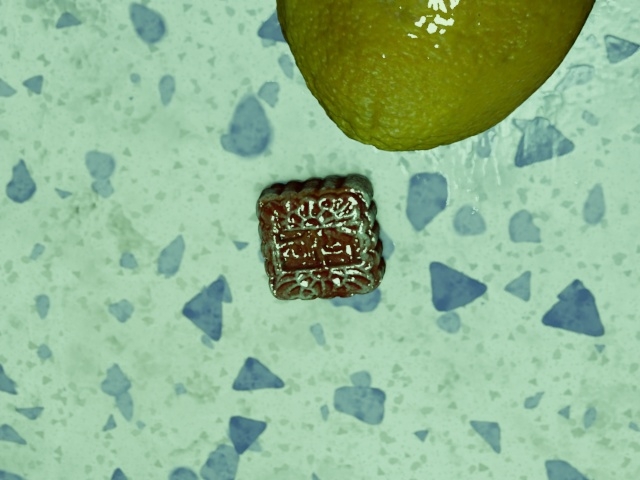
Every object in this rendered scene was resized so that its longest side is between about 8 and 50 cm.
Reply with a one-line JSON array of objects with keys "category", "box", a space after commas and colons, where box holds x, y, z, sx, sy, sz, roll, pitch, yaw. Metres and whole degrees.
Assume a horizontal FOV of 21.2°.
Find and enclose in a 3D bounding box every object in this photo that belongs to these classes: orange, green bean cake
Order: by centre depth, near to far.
[{"category": "orange", "box": [0.112, -0.260, 1.667, 0.322, 0.322, 0.357, 24, 117, -1]}, {"category": "green bean cake", "box": [0.000, 0.000, 1.916, 0.135, 0.056, 0.136, -7, 108, 10]}]
